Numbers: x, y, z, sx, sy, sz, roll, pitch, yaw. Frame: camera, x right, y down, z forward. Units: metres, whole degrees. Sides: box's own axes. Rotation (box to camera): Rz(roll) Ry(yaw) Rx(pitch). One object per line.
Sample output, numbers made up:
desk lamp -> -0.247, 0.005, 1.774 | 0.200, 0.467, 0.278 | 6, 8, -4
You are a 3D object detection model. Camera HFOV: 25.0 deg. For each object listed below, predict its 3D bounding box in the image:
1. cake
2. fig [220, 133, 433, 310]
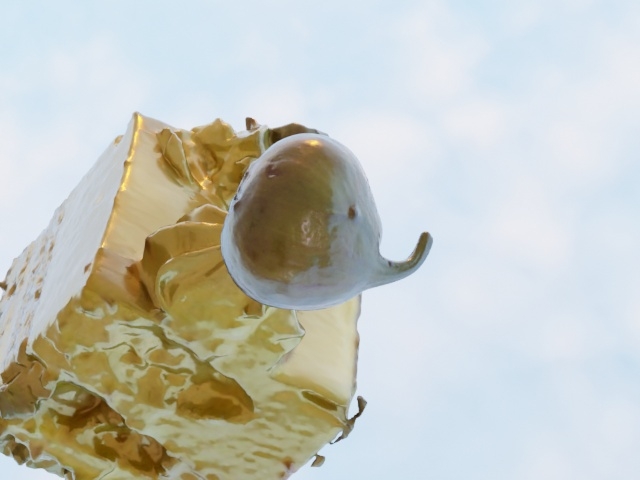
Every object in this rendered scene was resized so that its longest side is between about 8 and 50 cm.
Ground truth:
cake -> -0.090, 0.053, 1.051 | 0.286, 0.222, 0.227 | -45, -155, 31
fig -> 0.000, 0.000, 0.709 | 0.098, 0.082, 0.084 | 34, -130, 1
